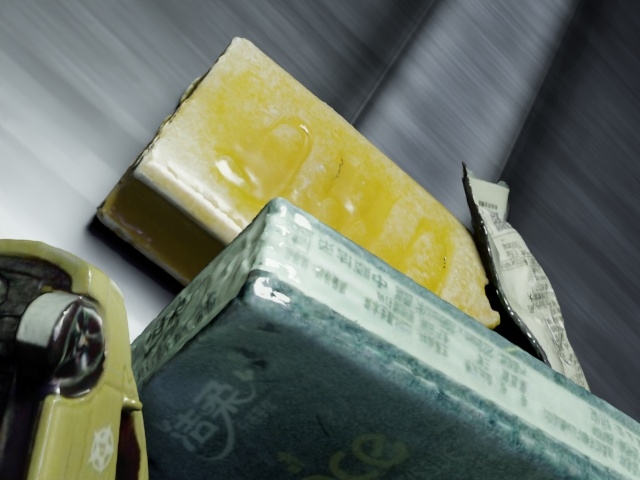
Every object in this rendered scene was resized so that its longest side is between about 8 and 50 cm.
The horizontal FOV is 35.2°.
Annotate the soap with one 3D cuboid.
[{"bbox_3d":[0.000,0.000,0.672,0.257,0.080,0.160,38,46,-12],"label":"soap"}]

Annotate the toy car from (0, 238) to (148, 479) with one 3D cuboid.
[{"bbox_3d":[-0.135,0.134,0.421,0.124,0.101,0.256,46,49,-62],"label":"toy car"}]

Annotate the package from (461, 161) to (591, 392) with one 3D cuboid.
[{"bbox_3d":[0.158,0.055,0.750,0.231,0.040,0.166,69,16,12],"label":"package"}]

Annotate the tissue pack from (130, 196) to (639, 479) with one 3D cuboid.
[{"bbox_3d":[0.024,0.108,0.550,0.257,0.185,0.081,32,39,-18],"label":"tissue pack"}]
